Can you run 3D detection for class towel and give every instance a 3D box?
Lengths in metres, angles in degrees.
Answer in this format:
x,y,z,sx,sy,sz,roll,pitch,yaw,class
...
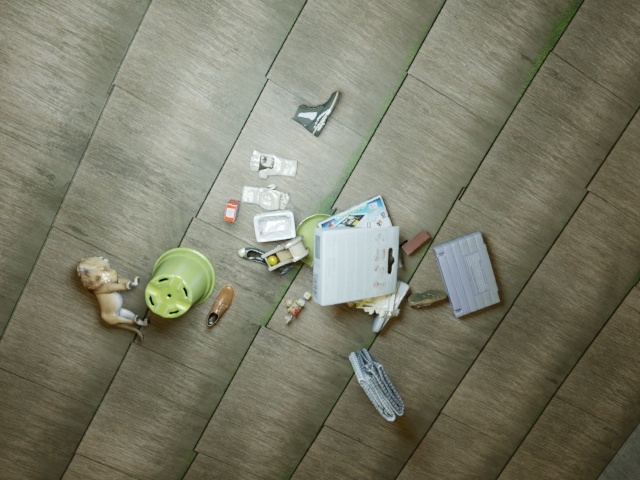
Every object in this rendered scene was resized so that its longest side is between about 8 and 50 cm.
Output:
x,y,z,sx,sy,sz,roll,pitch,yaw,class
0.259,0.646,1.889,0.121,0.235,0.284,-32,103,-1,towel

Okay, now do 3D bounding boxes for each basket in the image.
x,y,z,sx,sy,sz,roll,pitch,yaw,class
-0.194,-0.066,1.768,0.167,0.103,0.113,-7,103,-2,basket

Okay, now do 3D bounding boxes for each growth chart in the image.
x,y,z,sx,sy,sz,roll,pitch,yaw,class
0.221,0.237,1.832,0.237,0.021,0.172,17,90,-1,growth chart

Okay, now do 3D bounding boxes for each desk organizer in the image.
x,y,z,sx,sy,sz,roll,pitch,yaw,class
0.422,0.004,1.857,0.130,0.047,0.050,-41,99,5,desk organizer

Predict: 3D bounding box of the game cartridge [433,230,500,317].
x,y,z,sx,sy,sz,roll,pitch,yaw,class
0.678,0.157,1.904,0.230,0.068,0.355,-21,103,-4,game cartridge

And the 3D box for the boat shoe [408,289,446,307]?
x,y,z,sx,sy,sz,roll,pitch,yaw,class
0.494,0.275,1.919,0.178,0.064,0.060,-10,133,-1,boat shoe

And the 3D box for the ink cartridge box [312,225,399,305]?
x,y,z,sx,sy,sz,roll,pitch,yaw,class
0.153,0.093,1.736,0.385,0.091,0.308,-5,102,-30,ink cartridge box

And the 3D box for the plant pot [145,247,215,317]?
x,y,z,sx,sy,sz,roll,pitch,yaw,class
-0.599,0.192,1.716,0.276,0.254,0.276,-1,103,-4,plant pot

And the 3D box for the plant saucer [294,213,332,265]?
x,y,z,sx,sy,sz,roll,pitch,yaw,class
0.000,0.000,1.830,0.241,0.037,0.241,-1,102,-5,plant saucer

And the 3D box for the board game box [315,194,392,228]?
x,y,z,sx,sy,sz,roll,pitch,yaw,class
0.155,-0.049,1.793,0.305,0.053,0.193,-25,103,-11,board game box

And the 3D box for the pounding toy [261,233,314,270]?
x,y,z,sx,sy,sz,roll,pitch,yaw,class
-0.106,0.073,1.725,0.269,0.154,0.155,-25,97,25,pounding toy

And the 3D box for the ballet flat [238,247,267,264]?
x,y,z,sx,sy,sz,roll,pitch,yaw,class
-0.276,0.069,1.817,0.173,0.049,0.057,14,102,-7,ballet flat

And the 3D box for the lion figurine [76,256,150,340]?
x,y,z,sx,sy,sz,roll,pitch,yaw,class
-0.894,0.256,1.770,0.240,0.142,0.392,-1,106,3,lion figurine

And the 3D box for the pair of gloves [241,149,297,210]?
x,y,z,sx,sy,sz,roll,pitch,yaw,class
-0.218,-0.249,1.758,0.204,0.042,0.240,15,101,-7,pair of gloves

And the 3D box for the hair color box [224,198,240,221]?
x,y,z,sx,sy,sz,roll,pitch,yaw,class
-0.367,-0.126,1.722,0.043,0.141,0.072,11,101,-6,hair color box

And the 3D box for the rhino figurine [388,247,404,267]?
x,y,z,sx,sy,sz,roll,pitch,yaw,class
0.263,0.091,1.825,0.243,0.073,0.106,-18,99,-20,rhino figurine

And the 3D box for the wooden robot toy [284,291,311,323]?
x,y,z,sx,sy,sz,roll,pitch,yaw,class
-0.124,0.291,1.870,0.079,0.076,0.173,40,96,0,wooden robot toy

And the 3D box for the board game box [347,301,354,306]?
x,y,z,sx,sy,sz,roll,pitch,yaw,class
0.165,0.188,1.878,0.193,0.045,0.147,-37,102,4,board game box

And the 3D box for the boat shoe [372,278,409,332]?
x,y,z,sx,sy,sz,roll,pitch,yaw,class
0.324,0.309,1.896,0.088,0.096,0.268,23,91,-4,boat shoe

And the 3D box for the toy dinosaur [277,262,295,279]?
x,y,z,sx,sy,sz,roll,pitch,yaw,class
-0.154,0.124,1.855,0.082,0.047,0.090,-17,146,-17,toy dinosaur

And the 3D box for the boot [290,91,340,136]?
x,y,z,sx,sy,sz,roll,pitch,yaw,class
-0.019,-0.546,1.696,0.137,0.077,0.198,31,97,-5,boot

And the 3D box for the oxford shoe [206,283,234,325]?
x,y,z,sx,sy,sz,roll,pitch,yaw,class
-0.445,0.292,1.842,0.076,0.076,0.212,27,97,-7,oxford shoe
